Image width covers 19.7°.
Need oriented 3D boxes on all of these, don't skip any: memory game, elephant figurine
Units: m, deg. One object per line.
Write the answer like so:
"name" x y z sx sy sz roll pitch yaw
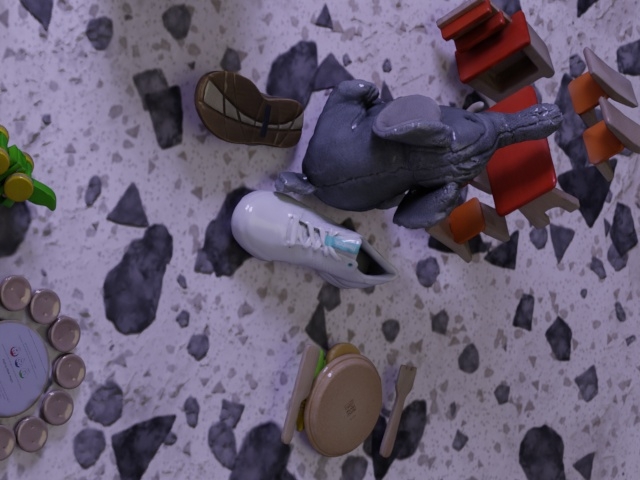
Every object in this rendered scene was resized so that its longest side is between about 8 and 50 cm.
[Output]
"memory game" -0.314 0.128 1.837 0.186 0.012 0.186 -4 97 -41
"elephant figurine" 0.110 -0.099 2.022 0.169 0.239 0.186 33 71 -45

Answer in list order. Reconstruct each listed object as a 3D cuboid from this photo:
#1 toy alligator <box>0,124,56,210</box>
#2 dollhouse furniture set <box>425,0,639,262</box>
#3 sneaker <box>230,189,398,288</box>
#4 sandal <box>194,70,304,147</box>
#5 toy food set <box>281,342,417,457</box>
"toy alligator" -0.329 -0.087 1.783 0.051 0.056 0.190 -32 122 11
"dollhouse furniture set" 0.217 -0.145 2.129 0.135 0.262 0.259 33 37 -42
"sneaker" 0.000 0.000 2.041 0.212 0.094 0.080 23 80 -39
"sandal" -0.084 -0.139 1.994 0.180 0.049 0.072 12 91 -55
"toy food set" 0.023 0.184 2.120 0.192 0.038 0.132 16 90 -46
